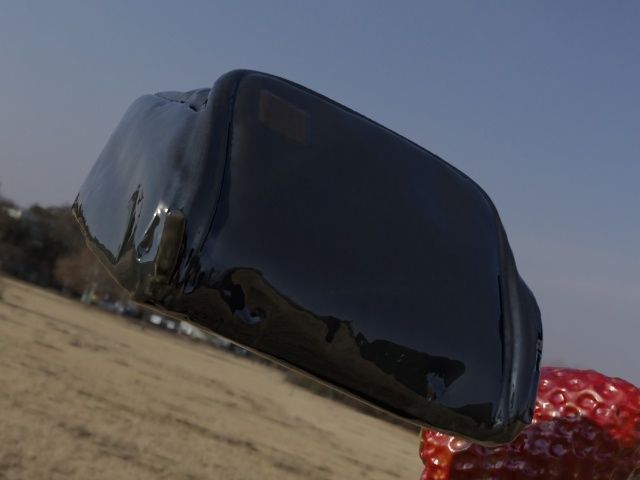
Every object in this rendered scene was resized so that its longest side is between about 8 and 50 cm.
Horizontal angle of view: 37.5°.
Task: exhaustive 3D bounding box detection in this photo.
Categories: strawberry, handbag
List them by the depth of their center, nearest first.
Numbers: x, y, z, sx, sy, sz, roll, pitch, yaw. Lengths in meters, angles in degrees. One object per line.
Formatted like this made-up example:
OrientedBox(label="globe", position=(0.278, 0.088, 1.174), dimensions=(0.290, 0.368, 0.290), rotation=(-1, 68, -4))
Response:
OrientedBox(label="handbag", position=(0.001, -0.003, 0.641), dimensions=(0.301, 0.178, 0.275), rotation=(27, -7, -20))
OrientedBox(label="strawberry", position=(0.235, 0.213, 1.001), dimensions=(0.244, 0.205, 0.205), rotation=(-24, -27, 21))
